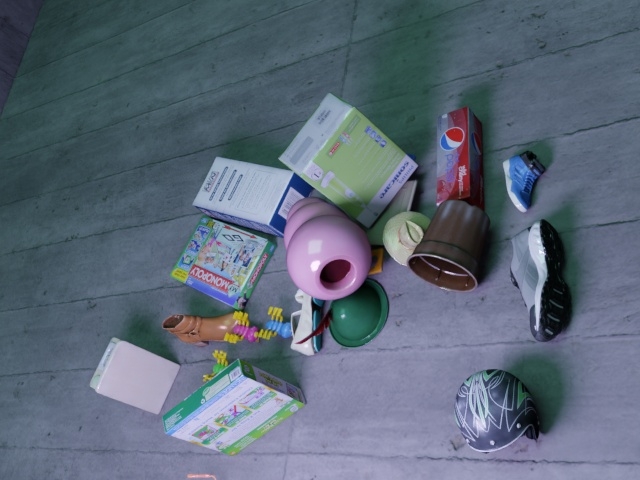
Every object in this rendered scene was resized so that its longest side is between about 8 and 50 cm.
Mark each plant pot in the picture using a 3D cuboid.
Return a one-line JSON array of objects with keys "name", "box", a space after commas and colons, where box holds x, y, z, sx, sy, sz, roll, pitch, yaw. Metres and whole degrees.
[{"name": "plant pot", "box": [0.301, 0.007, 1.739, 0.167, 0.167, 0.165, 5, 60, 40]}]

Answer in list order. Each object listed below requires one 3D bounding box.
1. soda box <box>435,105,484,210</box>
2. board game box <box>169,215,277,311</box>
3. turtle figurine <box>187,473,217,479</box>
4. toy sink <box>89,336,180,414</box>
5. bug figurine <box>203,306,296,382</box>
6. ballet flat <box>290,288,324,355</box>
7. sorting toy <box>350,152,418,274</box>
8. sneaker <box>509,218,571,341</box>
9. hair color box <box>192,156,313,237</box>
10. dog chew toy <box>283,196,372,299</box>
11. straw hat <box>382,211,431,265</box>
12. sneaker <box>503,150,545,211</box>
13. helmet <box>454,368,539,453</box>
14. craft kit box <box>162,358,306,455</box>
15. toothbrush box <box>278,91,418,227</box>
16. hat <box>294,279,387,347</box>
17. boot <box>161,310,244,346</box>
[{"name": "soda box", "box": [0.341, -0.191, 1.865, 0.092, 0.083, 0.263, -14, 58, 33]}, {"name": "board game box", "box": [-0.290, 0.062, 2.237, 0.317, 0.046, 0.213, 19, 77, 43]}, {"name": "turtle figurine", "box": [-0.336, 0.711, 1.865, 0.269, 0.087, 0.217, -30, 57, 10]}, {"name": "toy sink", "box": [-0.536, 0.366, 2.121, 0.131, 0.234, 0.153, 11, 73, 41]}, {"name": "bug figurine", "box": [-0.182, 0.303, 1.992, 0.216, 0.072, 0.279, 13, 72, 39]}, {"name": "ballet flat", "box": [-0.033, 0.170, 1.942, 0.086, 0.086, 0.248, -11, 58, 33]}, {"name": "sorting toy", "box": [0.159, -0.064, 1.962, 0.196, 0.047, 0.347, -1, 64, 42]}, {"name": "sneaker", "box": [0.456, 0.091, 1.615, 0.108, 0.100, 0.271, -27, 46, 41]}, {"name": "hair color box", "box": [-0.202, -0.129, 2.238, 0.347, 0.105, 0.174, 15, 75, 42]}, {"name": "dog chew toy", "box": [0.000, 0.000, 1.883, 0.206, 0.206, 0.332, -43, 32, 10]}, {"name": "straw hat", "box": [0.220, -0.014, 1.827, 0.144, 0.061, 0.144, -1, 71, 2]}, {"name": "sneaker", "box": [0.474, -0.141, 1.749, 0.084, 0.058, 0.152, -30, 43, 32]}, {"name": "helmet", "box": [0.342, 0.337, 1.501, 0.169, 0.161, 0.169, -19, 55, 29]}, {"name": "craft kit box", "box": [-0.203, 0.406, 1.829, 0.250, 0.246, 0.061, -37, 45, 14]}, {"name": "toothbrush box", "box": [0.072, -0.192, 1.873, 0.206, 0.283, 0.122, -53, 41, 4]}, {"name": "hat", "box": [0.045, 0.154, 1.824, 0.173, 0.183, 0.208, -28, 51, 22]}, {"name": "boot", "box": [-0.320, 0.228, 2.087, 0.197, 0.152, 0.073, -29, 50, 22]}]
